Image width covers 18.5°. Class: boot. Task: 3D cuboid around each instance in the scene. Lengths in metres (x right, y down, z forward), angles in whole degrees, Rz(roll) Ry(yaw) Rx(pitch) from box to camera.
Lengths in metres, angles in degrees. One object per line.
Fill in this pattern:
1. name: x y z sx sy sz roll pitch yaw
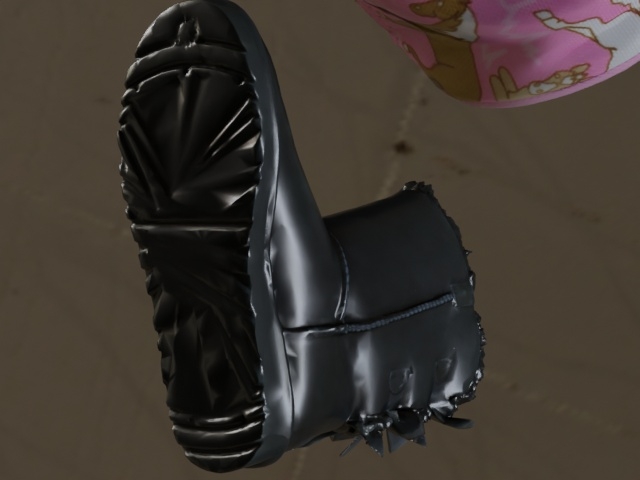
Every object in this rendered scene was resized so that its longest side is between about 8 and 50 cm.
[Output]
1. boot: 0.000 0.000 0.500 0.045 0.099 0.121 -6 -89 38

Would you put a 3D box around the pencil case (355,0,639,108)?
1. pencil case: 0.011 -0.207 0.744 0.167 0.386 0.160 17 -109 48
